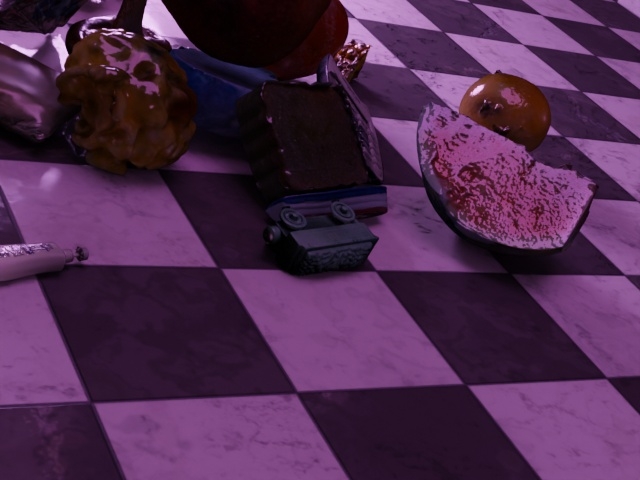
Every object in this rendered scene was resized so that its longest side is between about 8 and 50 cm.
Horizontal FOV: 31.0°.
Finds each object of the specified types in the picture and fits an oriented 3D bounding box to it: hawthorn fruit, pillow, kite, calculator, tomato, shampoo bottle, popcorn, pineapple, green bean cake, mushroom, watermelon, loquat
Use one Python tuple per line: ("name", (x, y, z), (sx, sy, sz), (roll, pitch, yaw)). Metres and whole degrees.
("hawthorn fruit", (-0.120, -0.429, 1.851), (0.295, 0.295, 0.311), (19, 29, -5))
("pillow", (-0.494, -0.239, 1.680), (0.302, 0.075, 0.185), (25, 33, 5))
("kite", (-0.392, -0.406, 1.825), (0.406, 0.368, 0.014), (-38, 90, -29))
("calculator", (0.052, -0.197, 1.922), (0.177, 0.040, 0.268), (52, 14, -31))
("tomato", (-0.072, -0.394, 2.123), (0.232, 0.188, 0.232), (13, 34, -9))
("shampoo bottle", (-0.336, 0.022, 1.368), (0.141, 0.034, 0.049), (-6, 31, -42))
("popcorn", (-0.279, -0.197, 1.646), (0.218, 0.169, 0.189), (50, 37, -1))
("pineapple", (0.046, -0.329, 2.238), (0.114, 0.077, 0.114), (-9, 36, 16))
("green bean cake", (-0.032, -0.147, 1.731), (0.181, 0.094, 0.173), (-10, 80, -44))
("mushroom", (-0.318, -0.384, 1.904), (0.148, 0.217, 0.227), (25, 28, 5))
("watermelon", (0.267, -0.086, 1.814), (0.305, 0.180, 0.224), (30, 18, 14))
("loquat", (0.344, -0.227, 2.156), (0.172, 0.149, 0.204), (18, 42, -9))

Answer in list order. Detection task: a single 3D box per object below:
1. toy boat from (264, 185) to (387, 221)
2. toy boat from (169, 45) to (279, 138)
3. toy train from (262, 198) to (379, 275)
("toy boat", (0.022, -0.052, 1.716), (0.229, 0.080, 0.046), (-7, 73, -42))
("toy boat", (-0.141, -0.215, 1.873), (0.215, 0.123, 0.330), (34, 19, 27))
("toy train", (0.000, 0.000, 1.604), (0.172, 0.070, 0.099), (-9, 50, -42))
